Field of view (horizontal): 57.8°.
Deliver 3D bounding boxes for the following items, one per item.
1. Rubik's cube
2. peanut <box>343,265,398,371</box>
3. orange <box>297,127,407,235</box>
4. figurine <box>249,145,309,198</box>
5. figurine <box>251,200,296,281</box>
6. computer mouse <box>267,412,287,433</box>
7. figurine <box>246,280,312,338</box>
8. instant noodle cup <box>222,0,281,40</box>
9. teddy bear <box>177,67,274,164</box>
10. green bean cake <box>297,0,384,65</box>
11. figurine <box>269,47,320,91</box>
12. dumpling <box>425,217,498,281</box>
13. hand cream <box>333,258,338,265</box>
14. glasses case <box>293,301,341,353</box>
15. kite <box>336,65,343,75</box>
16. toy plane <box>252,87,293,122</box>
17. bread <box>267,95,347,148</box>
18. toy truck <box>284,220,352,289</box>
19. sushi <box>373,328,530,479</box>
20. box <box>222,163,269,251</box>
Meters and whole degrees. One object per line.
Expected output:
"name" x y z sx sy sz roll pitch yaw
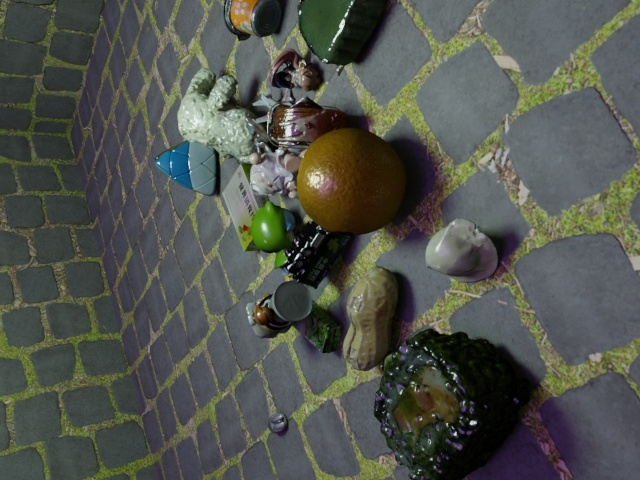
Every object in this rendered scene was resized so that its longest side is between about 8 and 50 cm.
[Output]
"Rubik's cube" -0.499 -0.261 2.294 0.254 0.254 0.255 8 100 52
"peanut" 0.130 0.209 1.517 0.130 0.130 0.290 25 115 49
"orange" 0.077 -0.144 1.434 0.274 0.274 0.274 8 100 52
"figurine" -0.123 -0.221 1.801 0.276 0.200 0.133 -18 38 51
"figurine" -0.129 0.007 1.835 0.263 0.143 0.162 69 158 2
"computer mouse" -0.153 0.634 2.006 0.096 0.039 0.066 -40 63 47
"figurine" -0.133 0.211 1.709 0.236 0.176 0.133 -39 71 60
"instant noodle cup" -0.204 -0.725 1.842 0.125 0.177 0.208 32 151 29
"teddy bear" -0.294 -0.425 2.022 0.375 0.362 0.328 -74 -14 -51
"green bean cake" 0.044 -0.601 1.537 0.227 0.124 0.223 -52 55 36
"figurine" -0.070 -0.505 1.736 0.157 0.114 0.126 12 139 23
"dumpling" 0.313 0.035 1.285 0.155 0.181 0.111 30 82 15
"hand cream" -0.005 0.081 1.750 0.170 0.043 0.065 -35 52 52
"glasses case" -0.040 0.237 1.797 0.272 0.062 0.095 35 118 45
"kite" 0.059 -0.562 1.624 0.159 0.010 0.190 2 94 53
"toy plane" -0.131 -0.414 1.827 0.171 0.065 0.162 41 84 17
"bread" -0.032 -0.320 1.593 0.212 0.224 0.143 -153 65 -72
"toy truck" 0.000 0.000 1.633 0.259 0.121 0.088 -56 39 12
"sushi" 0.269 0.362 1.305 0.294 0.178 0.352 54 136 38
"box" -0.252 -0.115 2.039 0.175 0.062 0.261 -48 56 44
